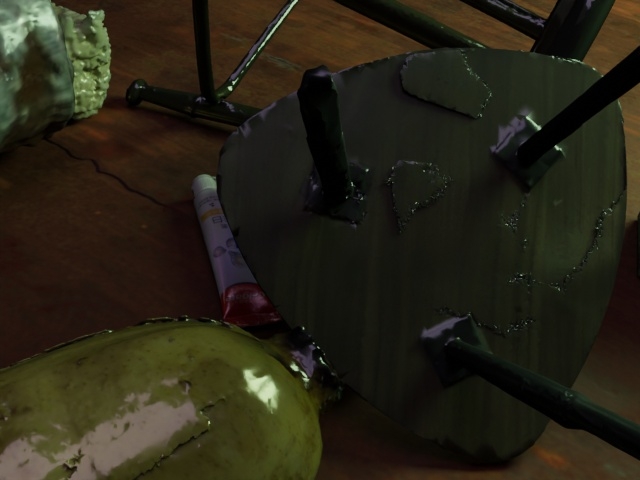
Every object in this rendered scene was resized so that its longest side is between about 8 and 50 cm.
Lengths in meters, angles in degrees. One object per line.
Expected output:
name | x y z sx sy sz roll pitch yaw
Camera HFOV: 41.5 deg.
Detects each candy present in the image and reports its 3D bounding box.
candy | -0.357 -0.193 0.804 0.289 0.214 0.157 32 40 24

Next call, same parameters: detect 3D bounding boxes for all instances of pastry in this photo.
pastry | -0.337 -0.217 0.930 0.258 0.121 0.089 21 14 26

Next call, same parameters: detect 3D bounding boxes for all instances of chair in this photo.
chair | 0.062 -0.261 0.827 0.410 0.362 0.364 29 70 6

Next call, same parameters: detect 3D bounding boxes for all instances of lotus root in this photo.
lotus root | -0.111 0.128 0.501 0.284 0.146 0.160 -23 67 -25

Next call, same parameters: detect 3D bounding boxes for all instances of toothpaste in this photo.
toothpaste | -0.084 0.006 0.751 0.048 0.031 0.190 -5 42 -21

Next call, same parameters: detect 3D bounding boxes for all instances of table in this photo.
table | 0.092 -0.024 0.503 0.317 0.317 0.249 1 -6 -9

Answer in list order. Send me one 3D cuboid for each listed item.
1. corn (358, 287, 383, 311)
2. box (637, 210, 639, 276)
corn | 0.000 0.000 0.720 0.093 0.093 0.244 -11 41 -23
box | 0.434 -0.056 0.761 0.225 0.225 0.117 15 39 8
